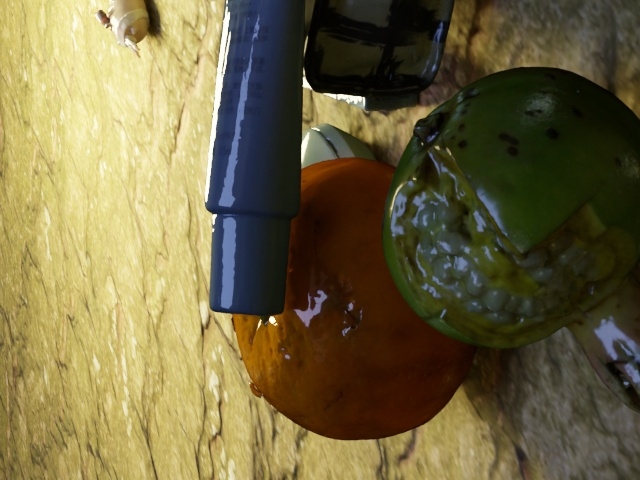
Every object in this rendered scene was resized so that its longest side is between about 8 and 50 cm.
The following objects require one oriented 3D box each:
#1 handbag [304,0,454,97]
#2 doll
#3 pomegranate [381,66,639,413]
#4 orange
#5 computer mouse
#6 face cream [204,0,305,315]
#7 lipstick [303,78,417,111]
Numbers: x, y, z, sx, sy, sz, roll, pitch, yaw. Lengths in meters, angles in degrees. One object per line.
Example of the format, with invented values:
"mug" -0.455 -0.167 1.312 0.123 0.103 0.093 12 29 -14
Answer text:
"handbag" 0.032 -0.350 1.300 0.325 0.163 0.327 -116 31 -52
"doll" -0.305 -0.338 2.079 0.073 0.084 0.127 123 140 -54
"pomegranate" 0.190 0.005 1.081 0.302 0.236 0.236 45 148 -1
"orange" 0.034 0.056 1.347 0.284 0.226 0.283 14 107 57
"computer mouse" -0.005 0.000 1.559 0.159 0.097 0.288 56 142 39
"face cream" -0.056 -0.126 1.224 0.136 0.086 0.385 1 87 61
"lipstick" 0.002 -0.208 1.523 0.317 0.066 0.068 30 124 58
